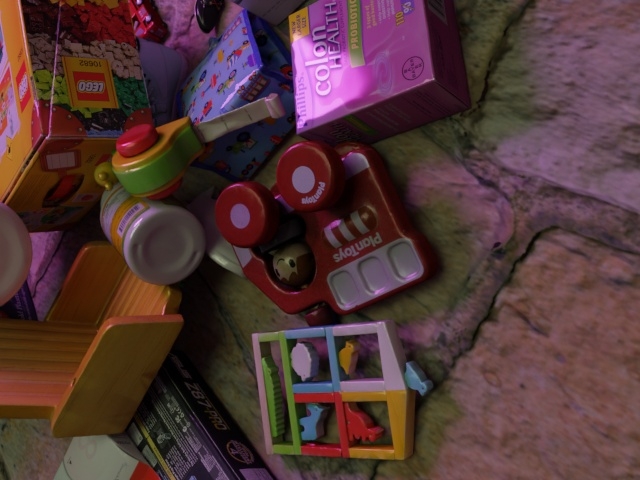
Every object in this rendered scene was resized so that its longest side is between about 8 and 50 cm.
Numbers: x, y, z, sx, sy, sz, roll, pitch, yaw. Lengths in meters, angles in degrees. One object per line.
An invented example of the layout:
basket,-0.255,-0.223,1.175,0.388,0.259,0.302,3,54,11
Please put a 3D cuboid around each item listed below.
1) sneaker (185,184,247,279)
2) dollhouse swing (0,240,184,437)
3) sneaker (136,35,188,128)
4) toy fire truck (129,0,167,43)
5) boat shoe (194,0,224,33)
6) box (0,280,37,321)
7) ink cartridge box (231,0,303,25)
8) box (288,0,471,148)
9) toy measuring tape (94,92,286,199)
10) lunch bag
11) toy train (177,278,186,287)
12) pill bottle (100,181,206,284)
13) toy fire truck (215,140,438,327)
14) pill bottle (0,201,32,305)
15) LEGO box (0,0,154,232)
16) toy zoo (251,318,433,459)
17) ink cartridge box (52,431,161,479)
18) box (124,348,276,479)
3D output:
sneaker,-0.168,-0.022,1.268,0.094,0.080,0.212,-46,54,5
dollhouse swing,-0.463,0.128,1.240,0.315,0.305,0.347,-60,30,10
sneaker,-0.356,-0.270,1.418,0.094,0.151,0.256,5,83,36
toy fire truck,-0.416,-0.474,1.580,0.135,0.047,0.192,-44,58,21
boat shoe,-0.217,-0.474,1.426,0.042,0.049,0.133,-8,70,44
box,-0.823,0.128,1.574,0.179,0.312,0.343,-44,57,22
ink cartridge box,-0.155,-0.523,1.250,0.114,0.273,0.198,-35,60,29
box,0.084,-0.278,1.105,0.243,0.117,0.214,-16,70,34
toy measuring tape,-0.213,-0.142,1.137,0.330,0.121,0.121,-17,68,12
lunch bag,-0.164,-0.284,1.303,0.221,0.138,0.293,-46,47,23
toy train,-0.255,0.050,1.343,0.017,0.023,0.083,19,91,39
pill bottle,-0.304,-0.029,1.259,0.245,0.136,0.136,35,101,54
toy fire truck,0.000,0.000,1.089,0.302,0.169,0.254,-29,82,30
pill bottle,-0.690,-0.001,1.320,0.363,0.210,0.210,15,88,47
LEGO box,-0.528,-0.264,1.390,0.500,0.193,0.373,-27,73,51
toy zoo,0.028,0.219,1.055,0.293,0.030,0.192,-9,87,36
ink cartridge box,-0.355,0.423,1.193,0.232,0.066,0.189,37,103,44
box,-0.249,0.423,1.202,0.395,0.097,0.318,42,104,37
